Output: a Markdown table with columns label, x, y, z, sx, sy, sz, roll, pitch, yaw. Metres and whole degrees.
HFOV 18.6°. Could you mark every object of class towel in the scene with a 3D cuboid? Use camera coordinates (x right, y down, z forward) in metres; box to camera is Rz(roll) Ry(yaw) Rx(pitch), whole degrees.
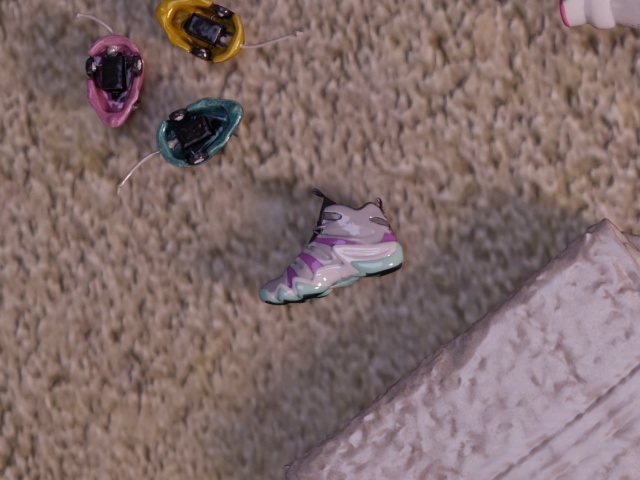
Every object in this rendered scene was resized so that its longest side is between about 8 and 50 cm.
| label | x | y | z | sx | sy | sz | roll | pitch | yaw |
| --- | --- | --- | --- | --- | --- | --- | --- | --- | --- |
| towel | 0.133 | 0.136 | 1.229 | 0.282 | 0.049 | 0.187 | -38 | 77 | 9 |

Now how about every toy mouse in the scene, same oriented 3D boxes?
| label | x | y | z | sx | sy | sz | roll | pitch | yaw |
| --- | --- | --- | --- | --- | --- | --- | --- | --- | --- |
| toy mouse | -0.105 | -0.095 | 1.312 | 0.161 | 0.031 | 0.143 | 20 | 90 | 15 |

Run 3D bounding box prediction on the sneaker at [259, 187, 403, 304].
| label | x | y | z | sx | sy | sz | roll | pitch | yaw |
| --- | --- | --- | --- | --- | --- | --- | --- | --- | --- |
| sneaker | 0.000 | 0.000 | 1.278 | 0.098 | 0.038 | 0.069 | -18 | 80 | 2 |

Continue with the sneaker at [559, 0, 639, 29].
| label | x | y | z | sx | sy | sz | roll | pitch | yaw |
| --- | --- | --- | --- | --- | --- | --- | --- | --- | --- |
| sneaker | 0.240 | -0.236 | 1.210 | 0.111 | 0.103 | 0.252 | 22 | 97 | 10 |
